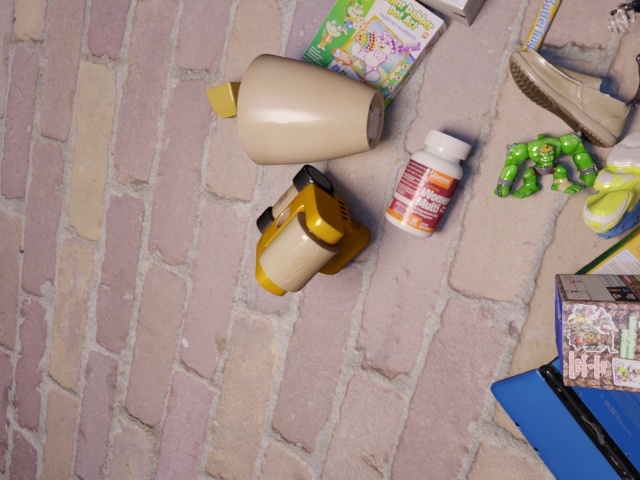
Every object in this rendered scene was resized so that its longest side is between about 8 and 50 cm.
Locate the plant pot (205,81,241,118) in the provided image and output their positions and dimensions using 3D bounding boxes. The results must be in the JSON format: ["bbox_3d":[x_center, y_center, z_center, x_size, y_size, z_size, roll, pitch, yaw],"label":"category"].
[{"bbox_3d":[-0.246,-0.375,1.244,0.082,0.081,0.083,-8,103,24],"label":"plant pot"}]

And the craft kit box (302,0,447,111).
[{"bbox_3d":[0.120,-0.464,1.084,0.250,0.061,0.246,42,108,14],"label":"craft kit box"}]

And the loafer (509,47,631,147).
[{"bbox_3d":[0.494,-0.297,0.917,0.268,0.102,0.092,41,102,1],"label":"loafer"}]

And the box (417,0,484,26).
[{"bbox_3d":[0.278,-0.584,0.962,0.181,0.119,0.182,36,109,17],"label":"box"}]

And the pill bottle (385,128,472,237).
[{"bbox_3d":[0.241,-0.128,1.032,0.121,0.121,0.221,29,107,18],"label":"pill bottle"}]

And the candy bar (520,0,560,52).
[{"bbox_3d":[0.452,-0.435,0.959,0.040,0.018,0.161,26,107,19],"label":"candy bar"}]

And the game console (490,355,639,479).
[{"bbox_3d":[0.575,0.369,0.997,0.250,0.173,0.293,-35,81,-8],"label":"game console"}]

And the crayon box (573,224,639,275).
[{"bbox_3d":[0.682,0.057,0.880,0.323,0.083,0.203,-45,78,22],"label":"crayon box"}]

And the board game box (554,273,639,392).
[{"bbox_3d":[0.561,0.147,0.773,0.291,0.232,0.141,-1,97,25],"label":"board game box"}]

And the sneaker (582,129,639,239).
[{"bbox_3d":[0.599,-0.104,0.906,0.240,0.126,0.091,-49,44,-5],"label":"sneaker"}]

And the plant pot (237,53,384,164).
[{"bbox_3d":[-0.003,-0.284,1.051,0.274,0.256,0.256,11,101,21],"label":"plant pot"}]

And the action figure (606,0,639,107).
[{"bbox_3d":[0.596,-0.376,0.786,0.164,0.141,0.275,6,110,46],"label":"action figure"}]

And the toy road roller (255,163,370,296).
[{"bbox_3d":[0.000,0.000,1.063,0.241,0.329,0.202,34,114,-22],"label":"toy road roller"}]

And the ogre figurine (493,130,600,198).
[{"bbox_3d":[0.460,-0.155,0.952,0.197,0.097,0.118,1,115,39],"label":"ogre figurine"}]
